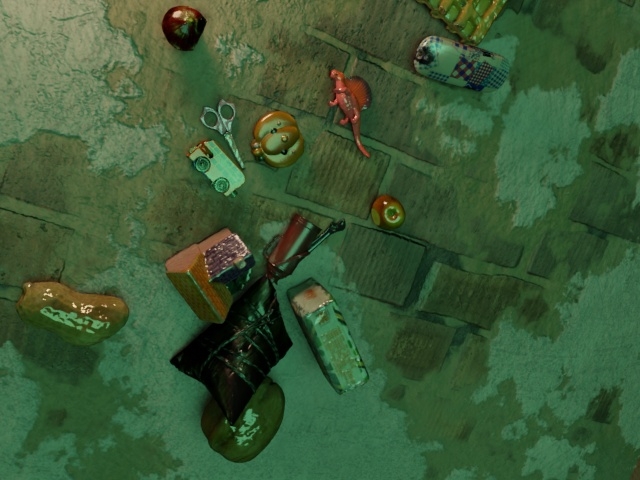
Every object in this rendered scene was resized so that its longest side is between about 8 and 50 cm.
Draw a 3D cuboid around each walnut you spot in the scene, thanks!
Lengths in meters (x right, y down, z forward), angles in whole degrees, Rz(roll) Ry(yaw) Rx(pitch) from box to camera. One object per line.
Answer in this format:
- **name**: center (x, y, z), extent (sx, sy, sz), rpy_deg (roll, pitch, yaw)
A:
- **walnut**: center (-0.236, 0.545, 1.842), extent (0.227, 0.283, 0.283), rpy_deg (37, 89, 17)

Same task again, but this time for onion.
- **onion**: center (-0.369, -0.570, 1.582), extent (0.119, 0.119, 0.117), rpy_deg (18, 64, -22)

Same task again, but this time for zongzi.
- **zongzi**: center (-0.227, 0.355, 1.734), extent (0.384, 0.362, 0.319), rpy_deg (-32, 130, -11)

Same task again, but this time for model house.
- **model house**: center (-0.297, 0.110, 1.705), extent (0.237, 0.237, 0.202), rpy_deg (-29, 109, -11)

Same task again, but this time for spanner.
- **spanner**: center (0.000, 0.000, 1.902), extent (0.208, 0.012, 0.046), rpy_deg (-40, 114, -6)

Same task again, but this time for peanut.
- **peanut**: center (-0.689, 0.211, 1.645), extent (0.291, 0.143, 0.159), rpy_deg (17, 87, -20)

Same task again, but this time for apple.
- **apple**: center (0.222, -0.090, 1.907), extent (0.099, 0.102, 0.114), rpy_deg (-14, 107, -14)

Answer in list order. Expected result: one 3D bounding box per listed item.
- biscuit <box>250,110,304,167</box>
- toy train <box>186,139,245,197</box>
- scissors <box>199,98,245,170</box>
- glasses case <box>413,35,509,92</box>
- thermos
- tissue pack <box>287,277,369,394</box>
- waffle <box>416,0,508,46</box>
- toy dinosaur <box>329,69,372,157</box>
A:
- **biscuit**: center (-0.131, -0.294, 1.761), extent (0.170, 0.050, 0.170), rpy_deg (-4, 104, -18)
- **toy train**: center (-0.300, -0.209, 1.715), extent (0.099, 0.072, 0.188), rpy_deg (-47, 113, -9)
- **scissors**: center (-0.268, -0.302, 1.727), extent (0.110, 0.021, 0.212), rpy_deg (-29, 111, -14)
- **glasses case**: center (0.448, -0.553, 1.871), extent (0.328, 0.076, 0.125), rpy_deg (9, 126, -20)
- **thermos**: center (-0.101, 0.034, 1.835), extent (0.124, 0.099, 0.232), rpy_deg (35, 93, 8)
- **tissue pack**: center (0.020, 0.297, 1.867), extent (0.128, 0.228, 0.310), rpy_deg (-26, 111, -10)
- **waffle**: center (0.440, -0.811, 1.815), extent (0.348, 0.077, 0.304), rpy_deg (34, 90, -23)
- **toy dinosaur**: center (0.119, -0.408, 1.826), extent (0.139, 0.070, 0.286), rpy_deg (-45, 117, -28)
